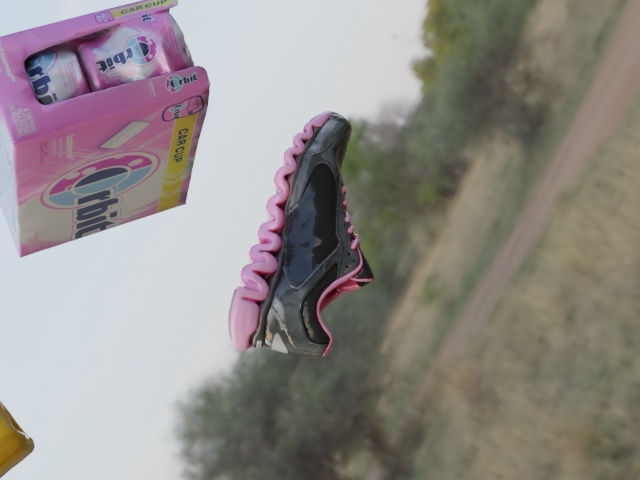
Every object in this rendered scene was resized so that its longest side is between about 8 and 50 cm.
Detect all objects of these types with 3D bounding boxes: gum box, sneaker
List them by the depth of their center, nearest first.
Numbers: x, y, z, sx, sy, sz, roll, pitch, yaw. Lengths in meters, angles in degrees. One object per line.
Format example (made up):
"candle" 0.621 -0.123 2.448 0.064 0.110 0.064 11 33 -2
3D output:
"sneaker" 0.000 0.000 0.765 0.047 0.057 0.119 82 -154 -72
"gum box" -0.128 -0.063 0.946 0.107 0.062 0.188 -18 -15 -15

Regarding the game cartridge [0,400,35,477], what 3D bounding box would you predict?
"game cartridge" -0.383 0.118 1.022 0.324 0.285 0.052 -40 -11 -7
